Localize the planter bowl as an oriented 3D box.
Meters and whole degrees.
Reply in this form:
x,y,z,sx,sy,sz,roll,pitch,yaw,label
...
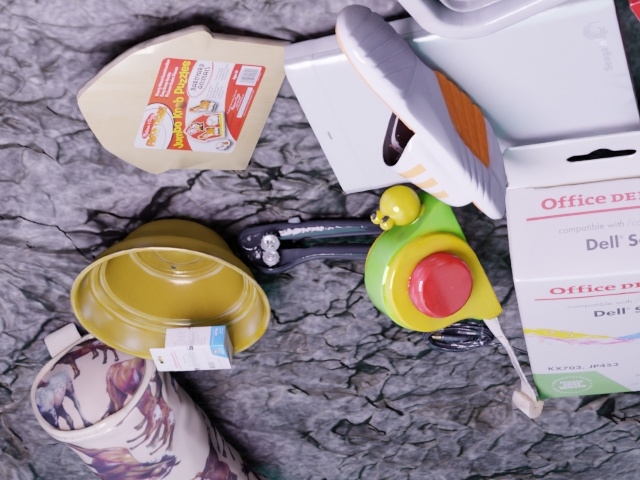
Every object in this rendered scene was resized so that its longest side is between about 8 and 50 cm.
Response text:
x,y,z,sx,sy,sz,roll,pitch,yaw,label
-0.160,0.040,1.600,0.217,0.090,0.217,1,142,1,planter bowl

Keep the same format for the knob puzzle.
x,y,z,sx,sy,sz,roll,pitch,yaw,label
-0.142,-0.140,1.419,0.213,0.030,0.213,-11,142,-9,knob puzzle

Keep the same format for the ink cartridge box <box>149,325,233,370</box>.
x,y,z,sx,sy,sz,roll,pitch,yaw,label
-0.142,0.119,1.604,0.083,0.028,0.048,-3,142,7,ink cartridge box

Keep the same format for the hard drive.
x,y,z,sx,sy,sz,roll,pitch,yaw,label
0.142,-0.143,1.405,0.307,0.040,0.203,-10,142,15,hard drive

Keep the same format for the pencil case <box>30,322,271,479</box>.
x,y,z,sx,sy,sz,roll,pitch,yaw,label
-0.193,0.265,1.811,0.160,0.183,0.410,-27,135,6,pencil case

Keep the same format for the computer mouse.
x,y,z,sx,sy,sz,roll,pitch,yaw,label
0.242,0.121,1.728,0.242,0.041,0.071,10,141,1,computer mouse

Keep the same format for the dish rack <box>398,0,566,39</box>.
x,y,z,sx,sy,sz,roll,pitch,yaw,label
0.144,-0.309,1.158,0.285,0.072,0.333,-23,144,23,dish rack

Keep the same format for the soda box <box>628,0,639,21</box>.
x,y,z,sx,sy,sz,roll,pitch,yaw,label
0.330,-0.194,1.249,0.092,0.083,0.263,-19,155,20,soda box

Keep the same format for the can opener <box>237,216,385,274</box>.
x,y,z,sx,sy,sz,roll,pitch,yaw,label
0.000,0.000,1.587,0.186,0.073,0.059,-8,100,7,can opener

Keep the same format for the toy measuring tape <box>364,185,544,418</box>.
x,y,z,sx,sy,sz,roll,pitch,yaw,label
0.131,0.085,1.553,0.121,0.121,0.330,-17,120,21,toy measuring tape

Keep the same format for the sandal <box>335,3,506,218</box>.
x,y,z,sx,sy,sz,roll,pitch,yaw,label
0.080,-0.113,1.340,0.076,0.102,0.265,-24,128,32,sandal

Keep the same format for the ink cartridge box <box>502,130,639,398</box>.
x,y,z,sx,sy,sz,roll,pitch,yaw,label
0.305,0.034,1.513,0.207,0.119,0.353,-7,148,11,ink cartridge box
